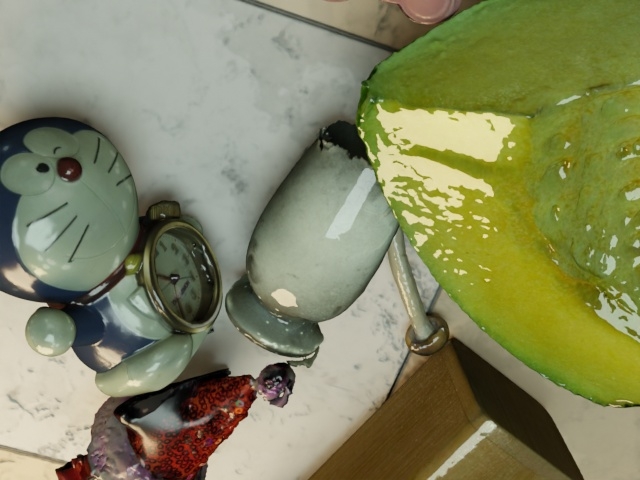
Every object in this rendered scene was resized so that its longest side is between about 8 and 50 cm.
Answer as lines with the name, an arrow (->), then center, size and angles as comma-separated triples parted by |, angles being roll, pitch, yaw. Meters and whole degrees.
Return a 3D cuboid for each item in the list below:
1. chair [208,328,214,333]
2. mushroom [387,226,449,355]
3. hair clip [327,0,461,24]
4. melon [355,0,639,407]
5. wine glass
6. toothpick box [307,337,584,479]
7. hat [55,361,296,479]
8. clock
chair -> -0.142, 0.096, 1.168 | 0.086, 0.042, 0.037 | -25, 120, 9
mushroom -> 0.089, -0.032, 1.125 | 0.068, 0.043, 0.306 | -10, 117, -19
hair clip -> 0.036, -0.228, 0.983 | 0.138, 0.102, 0.123 | -7, 114, 0
melon -> 0.225, -0.021, 1.009 | 0.331, 0.226, 0.344 | -25, 132, -12
wine glass -> 0.000, 0.000, 1.090 | 0.111, 0.111, 0.204 | 22, 117, -15
toothpick box -> 0.081, 0.265, 1.199 | 0.190, 0.187, 0.308 | 37, 105, -19
hat -> -0.115, 0.159, 1.126 | 0.227, 0.129, 0.140 | -33, 146, 33
clock -> -0.198, 0.012, 1.054 | 0.146, 0.200, 0.243 | -16, 121, 37
